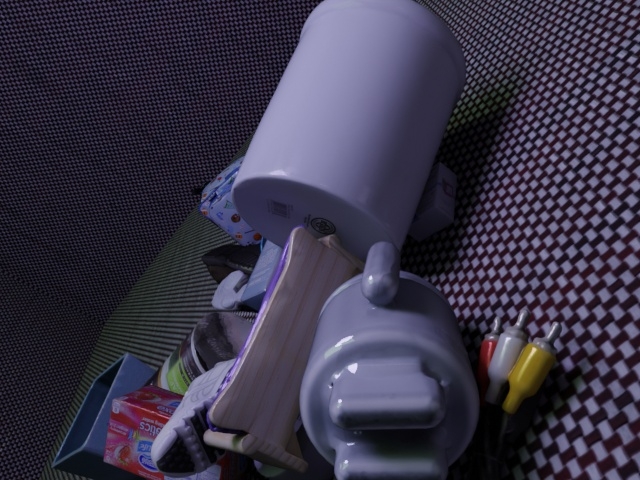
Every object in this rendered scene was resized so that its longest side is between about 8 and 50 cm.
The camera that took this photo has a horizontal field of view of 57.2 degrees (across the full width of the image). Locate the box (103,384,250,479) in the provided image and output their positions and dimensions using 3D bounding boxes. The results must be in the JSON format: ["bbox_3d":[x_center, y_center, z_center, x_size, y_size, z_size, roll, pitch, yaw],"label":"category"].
[{"bbox_3d":[-0.265,0.379,1.113,0.122,0.256,0.128,1,-81,-70],"label":"box"}]

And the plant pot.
[{"bbox_3d":[-0.465,0.475,1.465,0.247,0.252,0.248,-35,29,42],"label":"plant pot"}]

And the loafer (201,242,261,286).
[{"bbox_3d":[-0.216,0.087,1.710,0.133,0.130,0.365,-29,18,-27],"label":"loafer"}]

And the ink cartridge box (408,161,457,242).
[{"bbox_3d":[0.201,-0.071,1.079,0.088,0.052,0.123,-36,27,43],"label":"ink cartridge box"}]

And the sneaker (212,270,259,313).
[{"bbox_3d":[-0.130,0.142,1.343,0.268,0.153,0.101,-16,44,46],"label":"sneaker"}]

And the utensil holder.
[{"bbox_3d":[0.055,-0.181,1.049,0.327,0.327,0.386,-20,44,58],"label":"utensil holder"}]

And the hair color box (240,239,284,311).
[{"bbox_3d":[0.000,0.000,1.228,0.113,0.185,0.375,-26,36,54],"label":"hair color box"}]

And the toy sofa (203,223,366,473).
[{"bbox_3d":[-0.063,0.164,0.943,0.150,0.177,0.363,-20,41,56],"label":"toy sofa"}]

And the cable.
[{"bbox_3d":[0.184,0.217,0.669,0.287,0.072,0.139,-62,16,-14],"label":"cable"}]

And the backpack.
[{"bbox_3d":[-0.217,-0.128,1.812,0.263,0.276,0.213,-46,27,7],"label":"backpack"}]

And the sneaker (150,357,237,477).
[{"bbox_3d":[-0.197,0.295,1.010,0.118,0.110,0.292,-6,17,28],"label":"sneaker"}]

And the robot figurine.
[{"bbox_3d":[0.085,0.158,0.741,0.353,0.199,0.300,-71,-20,-72],"label":"robot figurine"}]

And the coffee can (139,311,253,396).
[{"bbox_3d":[-0.256,0.316,1.290,0.275,0.201,0.202,-47,23,30],"label":"coffee can"}]

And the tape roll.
[{"bbox_3d":[-0.024,0.305,0.997,0.219,0.072,0.219,-45,24,27],"label":"tape roll"}]

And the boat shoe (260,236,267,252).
[{"bbox_3d":[-0.095,0.051,1.518,0.089,0.109,0.259,-30,49,36],"label":"boat shoe"}]
